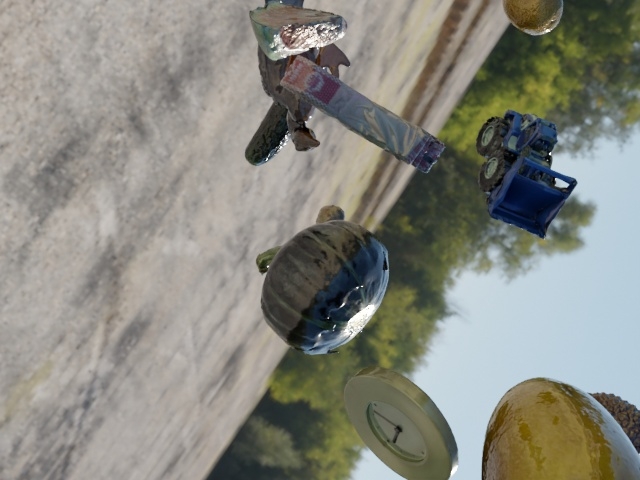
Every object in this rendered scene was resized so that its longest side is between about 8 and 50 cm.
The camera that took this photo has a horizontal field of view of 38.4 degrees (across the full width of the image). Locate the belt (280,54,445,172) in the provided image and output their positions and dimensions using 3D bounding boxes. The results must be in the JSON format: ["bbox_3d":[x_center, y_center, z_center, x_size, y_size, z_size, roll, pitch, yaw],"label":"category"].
[{"bbox_3d":[0.057,-0.157,1.169,0.053,0.232,0.071,-60,-165,4],"label":"belt"}]

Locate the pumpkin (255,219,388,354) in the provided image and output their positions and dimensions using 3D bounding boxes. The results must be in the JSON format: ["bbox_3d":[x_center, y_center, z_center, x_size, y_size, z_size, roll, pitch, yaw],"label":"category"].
[{"bbox_3d":[-0.006,0.076,1.892,0.295,0.296,0.296,-55,177,-5],"label":"pumpkin"}]

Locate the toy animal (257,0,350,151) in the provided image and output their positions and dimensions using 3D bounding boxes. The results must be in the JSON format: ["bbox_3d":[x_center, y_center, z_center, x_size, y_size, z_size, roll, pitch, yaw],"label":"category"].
[{"bbox_3d":[-0.040,-0.299,1.527,0.122,0.298,0.185,-17,180,-13],"label":"toy animal"}]

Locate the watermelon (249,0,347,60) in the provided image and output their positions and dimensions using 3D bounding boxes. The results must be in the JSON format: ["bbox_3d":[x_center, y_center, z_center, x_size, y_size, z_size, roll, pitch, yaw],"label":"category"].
[{"bbox_3d":[-0.031,-0.301,1.335,0.187,0.139,0.071,-75,165,-65],"label":"watermelon"}]

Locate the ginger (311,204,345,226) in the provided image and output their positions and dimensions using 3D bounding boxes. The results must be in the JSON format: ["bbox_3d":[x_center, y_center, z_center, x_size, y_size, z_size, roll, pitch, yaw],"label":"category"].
[{"bbox_3d":[0.000,0.000,2.246,0.080,0.104,0.204,-105,-151,-58],"label":"ginger"}]

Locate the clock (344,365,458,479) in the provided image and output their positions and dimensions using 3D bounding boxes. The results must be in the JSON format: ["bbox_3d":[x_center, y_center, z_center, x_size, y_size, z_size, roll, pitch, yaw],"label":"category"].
[{"bbox_3d":[0.136,0.318,1.565,0.029,0.235,0.235,-37,167,-33],"label":"clock"}]

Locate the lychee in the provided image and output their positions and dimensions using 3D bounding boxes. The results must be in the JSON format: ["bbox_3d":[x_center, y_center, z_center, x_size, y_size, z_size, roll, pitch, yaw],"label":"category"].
[{"bbox_3d":[0.606,0.426,2.009,0.238,0.200,0.200,-28,-160,51],"label":"lychee"}]

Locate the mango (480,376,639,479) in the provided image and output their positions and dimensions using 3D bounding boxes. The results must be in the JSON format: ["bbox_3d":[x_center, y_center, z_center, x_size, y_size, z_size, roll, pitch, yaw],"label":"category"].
[{"bbox_3d":[0.318,0.339,1.185,0.221,0.301,0.445,-14,-164,14],"label":"mango"}]

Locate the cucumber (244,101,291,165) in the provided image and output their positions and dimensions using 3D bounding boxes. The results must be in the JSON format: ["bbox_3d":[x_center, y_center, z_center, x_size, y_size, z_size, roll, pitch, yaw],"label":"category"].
[{"bbox_3d":[-0.077,-0.235,1.818,0.241,0.074,0.074,-52,179,33],"label":"cucumber"}]

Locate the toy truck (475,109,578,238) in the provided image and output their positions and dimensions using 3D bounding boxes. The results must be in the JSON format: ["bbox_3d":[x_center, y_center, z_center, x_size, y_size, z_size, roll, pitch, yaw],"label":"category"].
[{"bbox_3d":[0.332,-0.116,1.479,0.126,0.113,0.208,-46,-148,47],"label":"toy truck"}]

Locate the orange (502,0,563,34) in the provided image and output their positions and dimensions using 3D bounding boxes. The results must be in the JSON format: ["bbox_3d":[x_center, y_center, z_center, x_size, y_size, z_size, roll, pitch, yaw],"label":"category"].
[{"bbox_3d":[0.324,-0.361,1.405,0.085,0.095,0.085,-31,151,-19],"label":"orange"}]
